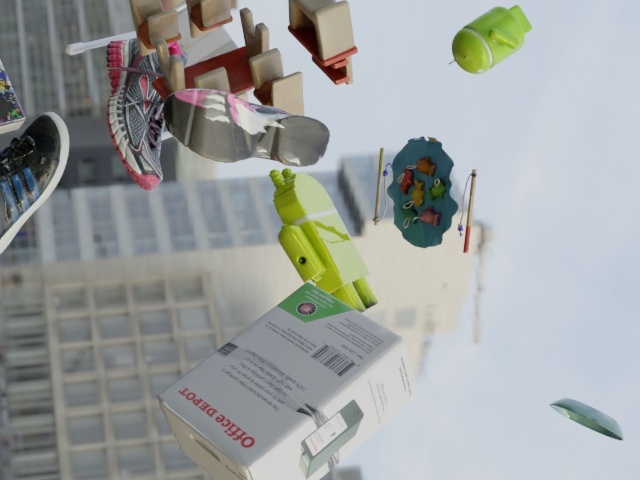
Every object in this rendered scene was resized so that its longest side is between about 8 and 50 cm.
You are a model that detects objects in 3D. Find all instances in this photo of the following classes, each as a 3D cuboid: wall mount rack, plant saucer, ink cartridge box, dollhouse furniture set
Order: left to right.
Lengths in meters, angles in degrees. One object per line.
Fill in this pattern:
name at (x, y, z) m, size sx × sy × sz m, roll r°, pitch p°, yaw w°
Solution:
wall mount rack at (-0.245, -0.306, 2.332) m, size 0.350 × 0.304 × 0.130 m, roll 55°, pitch -6°, yaw 10°
dollhouse furniture set at (-0.085, -0.227, 1.744) m, size 0.262 × 0.259 × 0.135 m, roll 50°, pitch -25°, yaw 40°
ink cartridge box at (-0.045, 0.215, 1.869) m, size 0.211 × 0.289 × 0.121 m, roll 30°, pitch -33°, yaw 42°
plant saucer at (0.397, 0.260, 2.009) m, size 0.021 × 0.119 × 0.119 m, roll -63°, pitch -171°, yaw -8°

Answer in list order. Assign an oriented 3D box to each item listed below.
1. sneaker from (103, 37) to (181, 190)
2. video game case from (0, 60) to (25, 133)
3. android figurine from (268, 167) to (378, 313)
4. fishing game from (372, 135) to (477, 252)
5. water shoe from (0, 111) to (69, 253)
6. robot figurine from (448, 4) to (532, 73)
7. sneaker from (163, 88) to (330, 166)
sneaker at (-0.281, -0.218, 2.198) m, size 0.121 × 0.112 × 0.299 m, roll 67°, pitch 14°, yaw -58°
video game case at (-0.469, -0.205, 1.510) m, size 0.042 × 0.210 × 0.232 m, roll -35°, pitch -101°, yaw 59°
android figurine at (0.000, 0.000, 2.207) m, size 0.273 × 0.056 × 0.248 m, roll 60°, pitch 17°, yaw 2°
fishing game at (0.161, -0.079, 2.220) m, size 0.264 × 0.041 × 0.189 m, roll 26°, pitch -66°, yaw 54°
water shoe at (-0.364, -0.062, 1.566) m, size 0.073 × 0.080 × 0.203 m, roll 33°, pitch -87°, yaw 30°
robot figurine at (0.221, -0.263, 1.787) m, size 0.067 × 0.115 × 0.101 m, roll 58°, pitch -19°, yaw -8°
sneaker at (-0.085, -0.115, 1.416) m, size 0.077 × 0.178 × 0.072 m, roll 27°, pitch -80°, yaw 62°
